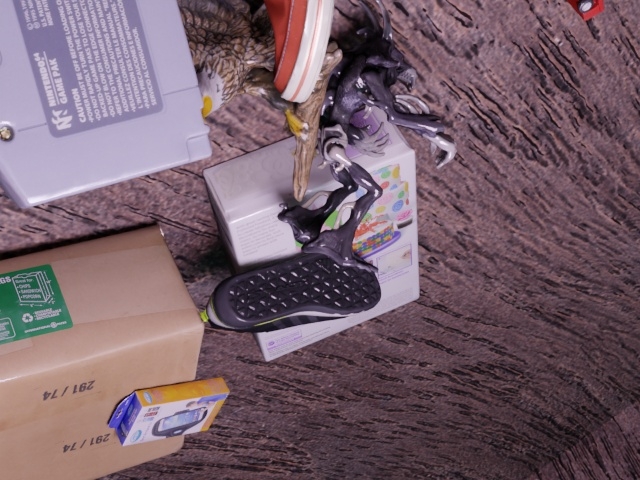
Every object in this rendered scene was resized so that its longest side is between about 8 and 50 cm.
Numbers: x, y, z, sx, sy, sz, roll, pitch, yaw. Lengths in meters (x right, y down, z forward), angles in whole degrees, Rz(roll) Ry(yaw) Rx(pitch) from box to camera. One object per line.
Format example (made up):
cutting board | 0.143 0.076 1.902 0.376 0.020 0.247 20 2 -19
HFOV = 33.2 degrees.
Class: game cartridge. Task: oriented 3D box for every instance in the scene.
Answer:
game cartridge | -0.214 -0.186 0.859 0.198 0.062 0.297 -17 100 -22

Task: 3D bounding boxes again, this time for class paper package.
paper package | -0.323 0.161 1.286 0.325 0.168 0.309 -14 144 -25

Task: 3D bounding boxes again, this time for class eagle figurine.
eagle figurine | -0.135 -0.170 1.031 0.299 0.225 0.226 11 92 -5

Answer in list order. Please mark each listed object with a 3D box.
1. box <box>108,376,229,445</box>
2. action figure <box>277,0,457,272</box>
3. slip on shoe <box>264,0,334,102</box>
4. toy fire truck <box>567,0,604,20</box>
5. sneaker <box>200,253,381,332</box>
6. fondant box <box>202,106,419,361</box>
box | -0.184 0.206 1.286 0.136 0.028 0.081 -6 140 -38
action figure | 0.052 -0.113 1.163 0.141 0.164 0.275 15 95 -30
slip on shoe | -0.036 -0.281 0.896 0.101 0.123 0.331 -3 108 -1
toy fire truck | 0.347 -0.327 1.252 0.135 0.047 0.192 -30 145 1
sneaker | -0.041 0.067 1.318 0.235 0.084 0.097 -4 163 -28
fondant box | 0.000 0.000 1.388 0.238 0.096 0.330 -22 146 -9
